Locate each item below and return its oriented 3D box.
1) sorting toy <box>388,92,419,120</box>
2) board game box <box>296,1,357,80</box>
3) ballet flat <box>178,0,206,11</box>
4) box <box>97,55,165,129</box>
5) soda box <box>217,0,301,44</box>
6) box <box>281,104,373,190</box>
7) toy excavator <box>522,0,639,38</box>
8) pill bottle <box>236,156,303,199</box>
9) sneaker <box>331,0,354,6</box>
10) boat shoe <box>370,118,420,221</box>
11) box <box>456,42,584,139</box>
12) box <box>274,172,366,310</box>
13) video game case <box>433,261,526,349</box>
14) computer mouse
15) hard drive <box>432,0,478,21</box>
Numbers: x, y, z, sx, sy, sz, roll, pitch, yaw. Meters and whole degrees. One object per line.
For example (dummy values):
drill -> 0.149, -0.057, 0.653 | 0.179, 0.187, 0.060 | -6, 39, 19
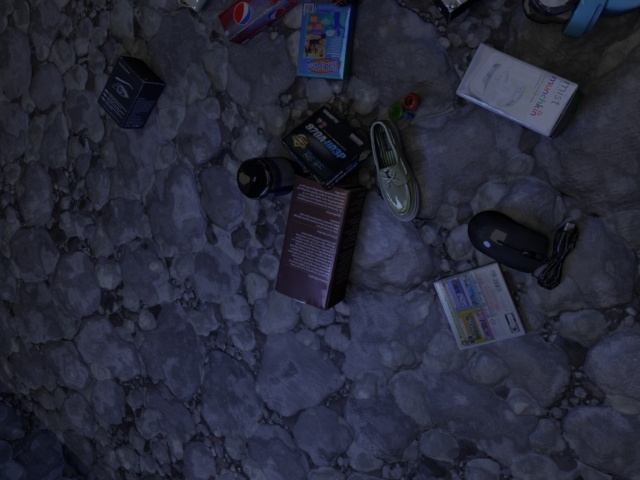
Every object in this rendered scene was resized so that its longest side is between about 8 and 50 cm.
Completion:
sorting toy -> 0.242, -0.369, 1.523 | 0.102, 0.042, 0.061 | -30, 69, 41
board game box -> 0.016, -0.584, 1.594 | 0.160, 0.047, 0.210 | 13, 105, 25
ballet flat -> -0.477, -0.837, 1.799 | 0.248, 0.086, 0.086 | 38, 115, 16
box -> -0.679, -0.527, 1.944 | 0.153, 0.108, 0.207 | 47, 116, 13
soda box -> -0.183, -0.711, 1.656 | 0.263, 0.083, 0.092 | -24, 87, 29
box -> 0.016, -0.271, 1.574 | 0.175, 0.051, 0.220 | -39, 60, -4
toy excavator -> 0.715, -0.624, 1.147 | 0.445, 0.222, 0.433 | 22, 109, 9
pill bottle -> -0.146, -0.194, 1.655 | 0.122, 0.219, 0.123 | 5, 102, 27
sneaker -> 0.101, -0.775, 1.479 | 0.262, 0.104, 0.125 | -41, 57, 14
boat shoe -> 0.199, -0.197, 1.541 | 0.109, 0.094, 0.302 | -17, 91, 30
box -> 0.474, -0.341, 1.272 | 0.231, 0.262, 0.127 | 32, 112, 21
box -> 0.000, 0.000, 1.663 | 0.191, 0.143, 0.382 | 19, 106, 24
video game case -> 0.445, 0.186, 1.523 | 0.193, 0.023, 0.212 | -22, 90, 29
computer mouse -> 0.513, 0.006, 1.424 | 0.272, 0.072, 0.189 | 23, 110, 23
hard drive -> 0.323, -0.748, 1.340 | 0.236, 0.064, 0.339 | -32, 82, 4
